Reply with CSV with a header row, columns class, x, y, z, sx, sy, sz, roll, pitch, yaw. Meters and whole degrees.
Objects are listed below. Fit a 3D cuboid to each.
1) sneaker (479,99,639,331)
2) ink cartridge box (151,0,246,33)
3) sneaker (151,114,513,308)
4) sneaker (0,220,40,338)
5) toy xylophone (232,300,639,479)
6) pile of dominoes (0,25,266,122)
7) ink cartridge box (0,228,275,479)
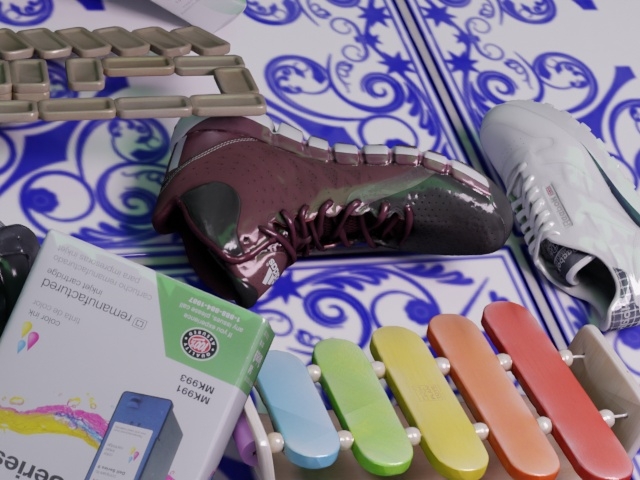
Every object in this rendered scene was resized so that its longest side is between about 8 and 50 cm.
class,x,y,z,sx,sy,sz,roll,pitch,yaw
sneaker,0.203,-0.025,1.482,0.095,0.090,0.235,-28,60,-26
ink cartridge box,-0.172,-0.297,1.552,0.225,0.056,0.181,29,35,-39
sneaker,0.000,0.000,1.382,0.281,0.106,0.162,14,49,8
sneaker,-0.271,0.003,1.184,0.101,0.268,0.153,-3,31,23
toy xylophone,0.089,0.145,1.250,0.323,0.081,0.236,-7,37,-27
pile of dominoes,-0.182,-0.123,1.432,0.251,0.040,0.196,-2,26,-11
ink cartridge box,-0.141,0.121,1.139,0.154,0.093,0.212,23,84,4
